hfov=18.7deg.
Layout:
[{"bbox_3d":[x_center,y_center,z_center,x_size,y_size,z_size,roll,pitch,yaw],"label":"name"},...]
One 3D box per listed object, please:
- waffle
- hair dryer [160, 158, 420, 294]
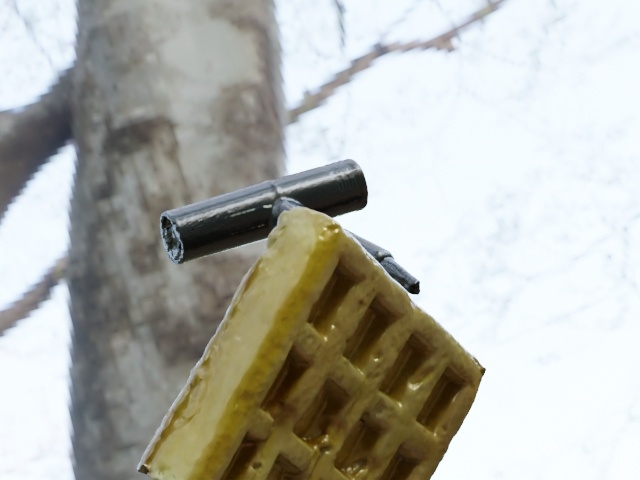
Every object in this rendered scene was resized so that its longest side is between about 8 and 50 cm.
[{"bbox_3d":[0.004,0.127,1.406,0.248,0.055,0.221,43,-108,-44],"label":"waffle"},{"bbox_3d":[-0.010,0.006,1.513,0.173,0.195,0.050,-18,-58,-22],"label":"hair dryer"}]
